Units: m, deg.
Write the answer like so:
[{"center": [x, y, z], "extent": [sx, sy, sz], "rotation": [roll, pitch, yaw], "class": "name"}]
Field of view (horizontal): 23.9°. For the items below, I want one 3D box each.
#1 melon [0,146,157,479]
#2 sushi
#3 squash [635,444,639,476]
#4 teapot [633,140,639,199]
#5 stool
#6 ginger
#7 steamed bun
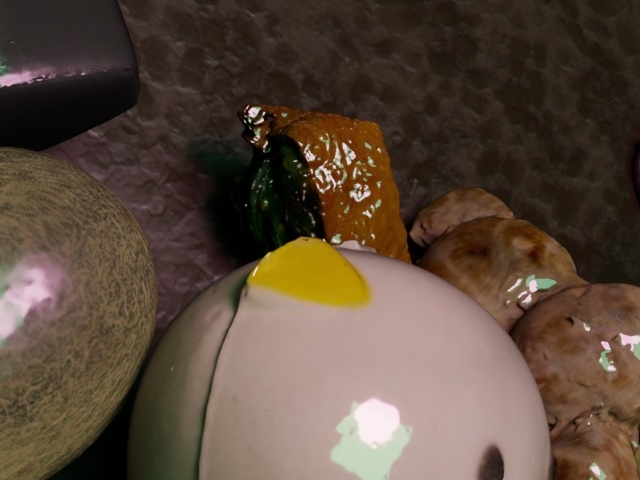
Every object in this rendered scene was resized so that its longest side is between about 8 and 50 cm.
[{"center": [-0.267, 0.071, 1.101], "extent": [0.329, 0.248, 0.248], "rotation": [-41, 99, -34], "class": "melon"}, {"center": [0.001, 0.000, 1.380], "extent": [0.140, 0.149, 0.287], "rotation": [-20, 113, -20], "class": "sushi"}, {"center": [0.334, 0.414, 1.387], "extent": [0.263, 0.263, 0.384], "rotation": [32, 60, -22], "class": "squash"}, {"center": [0.435, -0.084, 1.735], "extent": [0.146, 0.148, 0.116], "rotation": [56, 16, 8], "class": "teapot"}, {"center": [-0.258, -0.149, 1.197], "extent": [0.232, 0.232, 0.141], "rotation": [-13, 83, -37], "class": "stool"}, {"center": [0.199, 0.095, 1.409], "extent": [0.256, 0.176, 0.375], "rotation": [-37, 58, -4], "class": "ginger"}, {"center": [0.018, 0.167, 1.174], "extent": [0.374, 0.334, 0.334], "rotation": [15, 62, -65], "class": "steamed bun"}]
